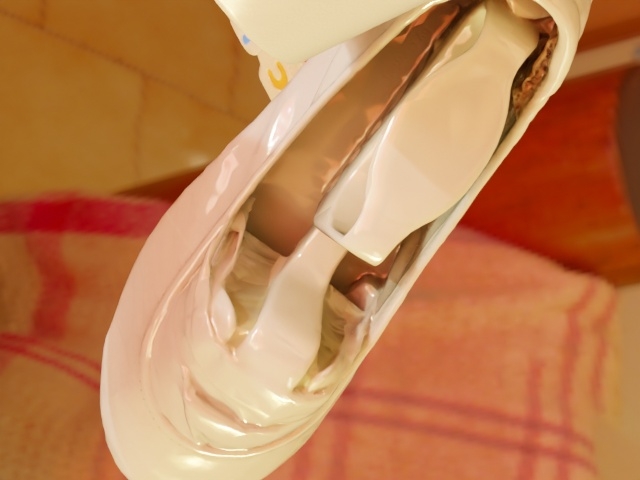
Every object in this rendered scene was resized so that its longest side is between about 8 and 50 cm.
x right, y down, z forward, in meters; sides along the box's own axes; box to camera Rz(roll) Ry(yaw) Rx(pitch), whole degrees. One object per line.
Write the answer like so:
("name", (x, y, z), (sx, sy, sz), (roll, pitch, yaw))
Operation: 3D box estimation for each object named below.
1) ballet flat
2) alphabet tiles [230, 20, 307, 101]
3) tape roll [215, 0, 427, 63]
("ballet flat", (0.000, 0.000, 0.923), (0.139, 0.400, 0.139), (31, 20, -13))
("alphabet tiles", (-0.008, -0.224, 1.495), (0.021, 0.278, 0.284), (-26, 86, -31))
("tape roll", (0.010, -0.220, 0.779), (0.246, 0.169, 0.246), (57, 17, -28))
